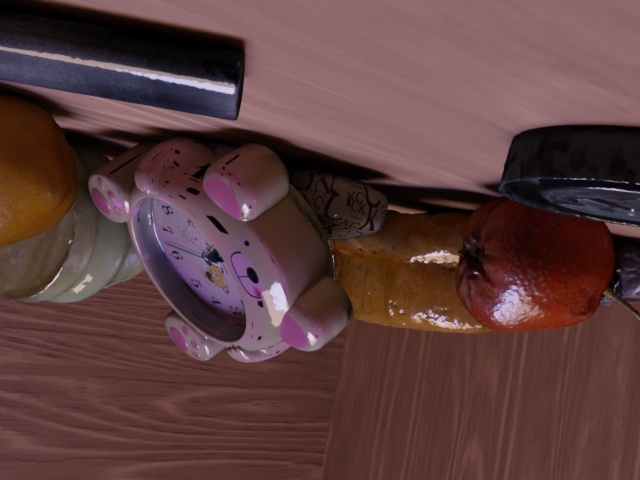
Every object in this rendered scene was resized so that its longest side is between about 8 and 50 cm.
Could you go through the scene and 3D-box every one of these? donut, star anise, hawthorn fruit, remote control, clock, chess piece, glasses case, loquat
[{"bbox_3d":[0.162,0.033,1.190,0.299,0.150,0.317,0,-178,-7],"label":"donut"},{"bbox_3d":[0.399,0.047,1.288,0.236,0.109,0.223,-16,172,43],"label":"star anise"},{"bbox_3d":[0.285,0.047,0.982,0.285,0.165,0.165,21,174,-15],"label":"hawthorn fruit"},{"bbox_3d":[-0.239,-0.134,0.597,0.377,0.044,0.107,10,172,-4],"label":"remote control"},{"bbox_3d":[0.250,-0.044,0.703,0.215,0.042,0.215,10,176,1],"label":"clock"},{"bbox_3d":[-0.269,-0.014,1.316,0.234,0.234,0.442,7,179,34],"label":"chess piece"},{"bbox_3d":[-0.057,-0.048,1.141,0.137,0.085,0.355,16,173,-34],"label":"glasses case"},{"bbox_3d":[-0.354,-0.074,0.943,0.187,0.176,0.234,26,177,14],"label":"loquat"},{"bbox_3d":[-0.116,0.012,1.038,0.114,0.284,0.309,-36,-159,-32],"label":"clock"}]

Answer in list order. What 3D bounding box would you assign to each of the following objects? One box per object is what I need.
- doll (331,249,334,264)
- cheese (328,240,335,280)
[{"bbox_3d":[0.066,-0.002,1.465,0.221,0.115,0.105,2,-175,-23],"label":"doll"},{"bbox_3d":[0.000,0.000,1.360,0.086,0.162,0.036,6,-143,22],"label":"cheese"}]
